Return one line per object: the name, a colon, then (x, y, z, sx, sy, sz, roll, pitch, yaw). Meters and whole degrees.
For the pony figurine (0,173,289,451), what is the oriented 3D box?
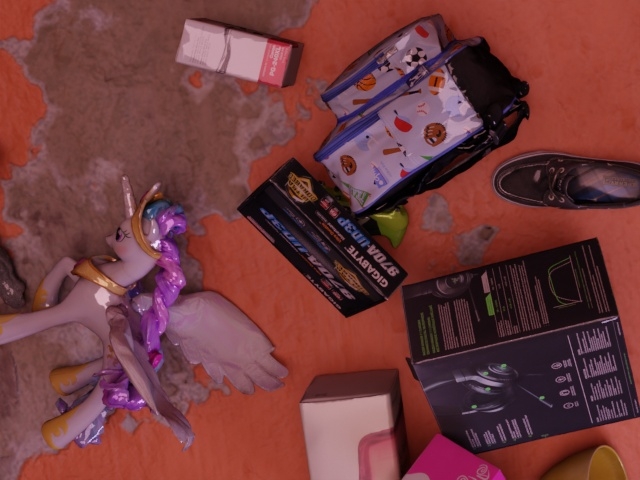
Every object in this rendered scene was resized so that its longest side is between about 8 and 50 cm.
pony figurine: (-0.263, 0.133, 1.881, 0.363, 0.303, 0.351, -37, 85, 27)

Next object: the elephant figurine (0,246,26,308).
elephant figurine: (-0.535, -0.014, 1.944, 0.186, 0.169, 0.240, 22, 120, 33)

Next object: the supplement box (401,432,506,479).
supplement box: (0.194, 0.370, 1.834, 0.114, 0.220, 0.111, 27, 70, 39)

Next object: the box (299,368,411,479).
box: (0.056, 0.309, 1.901, 0.126, 0.148, 0.232, -6, 98, 9)

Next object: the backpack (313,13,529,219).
backpack: (0.114, -0.157, 1.775, 0.263, 0.276, 0.213, -42, 86, 18)

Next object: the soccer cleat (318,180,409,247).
soccer cleat: (0.033, -0.034, 1.901, 0.178, 0.060, 0.072, 14, 117, 7)

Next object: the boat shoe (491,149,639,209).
boat shoe: (0.338, -0.074, 1.831, 0.228, 0.076, 0.080, 7, 100, 15)

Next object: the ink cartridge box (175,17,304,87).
ink cartridge box: (-0.108, -0.255, 1.858, 0.150, 0.109, 0.063, 15, 101, 5)

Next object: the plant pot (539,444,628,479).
plant pot: (0.354, 0.352, 1.886, 0.095, 0.134, 0.134, -13, 97, 35)

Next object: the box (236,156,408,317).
box: (0.000, 0.000, 1.843, 0.220, 0.175, 0.051, 45, 70, -5)

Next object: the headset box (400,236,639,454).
headset box: (0.255, 0.149, 1.796, 0.283, 0.131, 0.246, -15, 139, 10)
